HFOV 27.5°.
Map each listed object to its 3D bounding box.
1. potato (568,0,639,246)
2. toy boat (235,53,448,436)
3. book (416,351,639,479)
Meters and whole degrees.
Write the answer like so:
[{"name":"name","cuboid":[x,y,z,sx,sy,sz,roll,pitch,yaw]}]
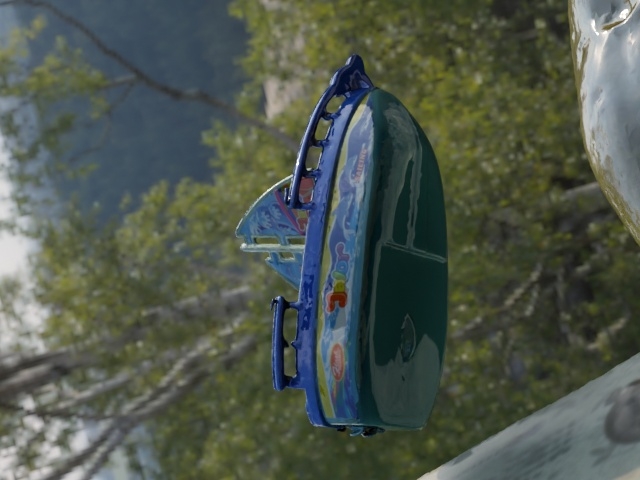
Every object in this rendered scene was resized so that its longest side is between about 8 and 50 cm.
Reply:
[{"name":"potato","cuboid":[0.255,-0.078,0.728,0.202,0.218,0.351,50,-149,-64]},{"name":"toy boat","cuboid":[0.000,0.000,0.599,0.110,0.091,0.175,-2,79,38]},{"name":"book","cuboid":[0.039,0.160,0.408,0.035,0.239,0.352,49,-150,-9]}]
